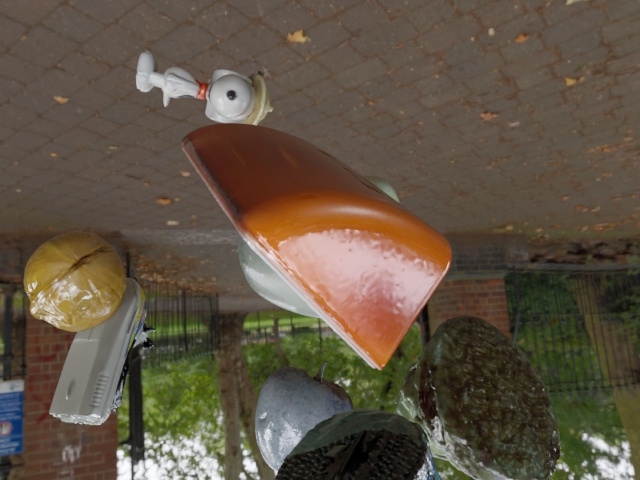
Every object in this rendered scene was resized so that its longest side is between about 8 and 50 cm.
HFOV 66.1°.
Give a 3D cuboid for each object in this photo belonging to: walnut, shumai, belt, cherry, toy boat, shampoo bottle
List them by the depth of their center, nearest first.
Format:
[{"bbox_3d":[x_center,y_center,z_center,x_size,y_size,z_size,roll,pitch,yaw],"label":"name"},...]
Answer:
[{"bbox_3d":[0.052,0.339,0.656,0.207,0.149,0.257,-9,-170,28],"label":"belt"},{"bbox_3d":[-0.409,0.072,0.824,0.159,0.159,0.207,2,156,-33],"label":"walnut"},{"bbox_3d":[-0.389,0.208,0.920,0.141,0.269,0.140,12,143,9],"label":"toy boat"},{"bbox_3d":[0.000,0.000,1.034,0.318,0.322,0.322,2,173,24],"label":"shampoo bottle"},{"bbox_3d":[0.324,0.407,1.196,0.396,0.394,0.348,3,151,-35],"label":"shumai"},{"bbox_3d":[-0.043,0.448,1.252,0.255,0.296,0.218,32,159,-34],"label":"cherry"}]

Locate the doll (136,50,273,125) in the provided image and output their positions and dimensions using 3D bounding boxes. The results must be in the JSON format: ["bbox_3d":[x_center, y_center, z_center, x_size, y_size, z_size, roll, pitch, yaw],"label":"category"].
[{"bbox_3d":[-0.254,-0.344,1.108,0.272,0.143,0.208,16,-172,8],"label":"doll"}]

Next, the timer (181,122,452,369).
[{"bbox_3d":[-0.019,-0.021,0.543,0.250,0.161,0.257,31,-169,-38],"label":"timer"}]
